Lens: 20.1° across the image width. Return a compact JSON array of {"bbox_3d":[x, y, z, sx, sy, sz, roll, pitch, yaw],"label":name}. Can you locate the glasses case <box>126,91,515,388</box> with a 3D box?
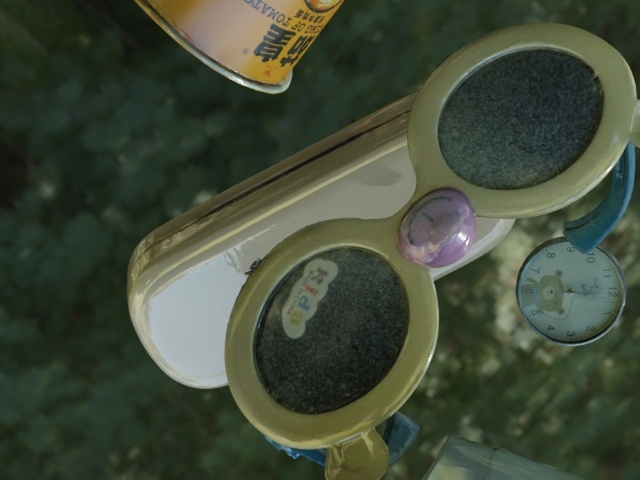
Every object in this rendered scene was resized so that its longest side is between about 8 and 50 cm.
[{"bbox_3d":[0.000,0.000,0.874,0.196,0.083,0.050,-26,-154,4],"label":"glasses case"}]

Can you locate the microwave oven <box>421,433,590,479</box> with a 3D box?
[{"bbox_3d":[0.128,0.191,0.647,0.295,0.237,0.181,41,69,-76],"label":"microwave oven"}]

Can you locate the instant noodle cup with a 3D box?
[{"bbox_3d":[-0.049,-0.245,1.386,0.172,0.216,0.216,-44,170,20],"label":"instant noodle cup"}]

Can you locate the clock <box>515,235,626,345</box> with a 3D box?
[{"bbox_3d":[0.189,0.039,1.362,0.085,0.085,0.017,-48,180,11],"label":"clock"}]

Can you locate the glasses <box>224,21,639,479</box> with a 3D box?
[{"bbox_3d":[0.045,0.010,0.727,0.190,0.088,0.220,-48,172,-4],"label":"glasses"}]
